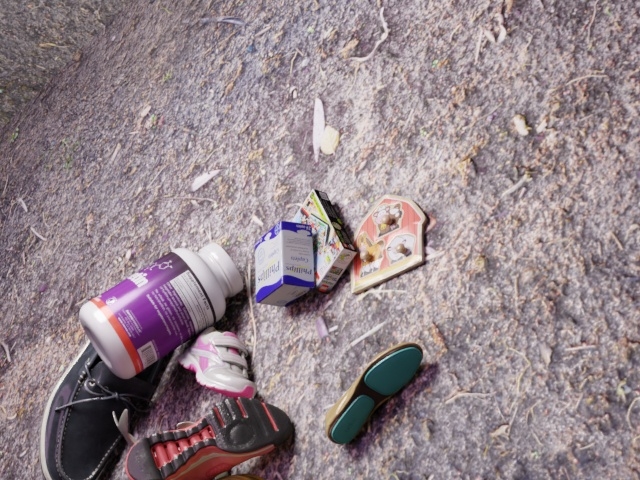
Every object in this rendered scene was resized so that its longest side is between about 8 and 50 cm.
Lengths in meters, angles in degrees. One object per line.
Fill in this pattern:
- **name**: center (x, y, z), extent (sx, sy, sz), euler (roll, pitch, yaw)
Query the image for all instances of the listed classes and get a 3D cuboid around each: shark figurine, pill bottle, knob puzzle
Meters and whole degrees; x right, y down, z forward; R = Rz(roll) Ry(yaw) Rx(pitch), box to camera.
- **shark figurine**: center (-0.272, 0.403, 2.064), extent (0.116, 0.278, 0.166), euler (177, 91, -89)
- **pill bottle**: center (-0.329, 0.137, 2.197), extent (0.323, 0.181, 0.181), euler (-33, 32, -21)
- **knob puzzle**: center (0.121, -0.011, 2.009), extent (0.213, 0.030, 0.213), euler (-28, 45, 33)

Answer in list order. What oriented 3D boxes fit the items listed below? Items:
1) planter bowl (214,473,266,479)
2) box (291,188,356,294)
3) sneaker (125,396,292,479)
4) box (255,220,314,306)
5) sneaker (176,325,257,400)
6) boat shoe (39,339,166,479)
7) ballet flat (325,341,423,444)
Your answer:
- **planter bowl**: center (-0.185, 0.501, 1.883), extent (0.217, 0.090, 0.217), euler (-19, 45, 20)
- **box**: center (0.000, 0.000, 2.108), extent (0.114, 0.036, 0.207), euler (-56, 35, 23)
- **sneaker**: center (-0.206, 0.391, 1.962), extent (0.314, 0.136, 0.116), euler (-17, 57, -10)
- **box**: center (-0.074, 0.048, 2.097), extent (0.126, 0.072, 0.137), euler (-38, 50, 54)
- **sneaker**: center (-0.199, 0.243, 2.117), extent (0.252, 0.103, 0.111), euler (28, 88, 52)
- **boat shoe**: center (-0.459, 0.319, 2.289), extent (0.156, 0.187, 0.500), euler (-6, 55, 52)
- **ballet flat**: center (0.084, 0.253, 1.824), extent (0.232, 0.080, 0.073), euler (-48, 23, 9)
